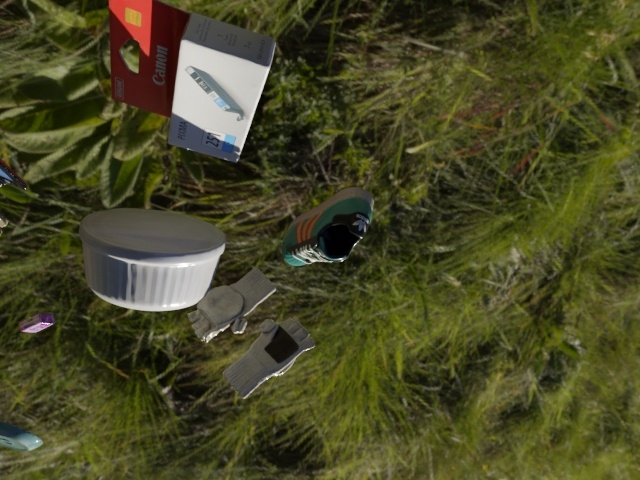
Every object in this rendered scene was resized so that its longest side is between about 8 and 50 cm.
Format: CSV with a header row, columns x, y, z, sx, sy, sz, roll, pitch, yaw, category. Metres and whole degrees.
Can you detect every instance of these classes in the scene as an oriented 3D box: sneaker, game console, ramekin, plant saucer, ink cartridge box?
x,y,z,sx,sy,sz,roll,pitch,yaw,category
0.000,0.000,1.283,0.302,0.108,0.121,-38,-149,45,sneaker
-0.679,-0.133,1.132,0.085,0.124,0.144,-57,148,-22,game console
-0.323,0.035,1.105,0.273,0.273,0.127,-35,138,-70,ramekin
-0.593,0.376,1.099,0.119,0.119,0.021,94,11,-52,plant saucer
-0.237,-0.265,0.982,0.296,0.261,0.066,127,-25,-61,ink cartridge box

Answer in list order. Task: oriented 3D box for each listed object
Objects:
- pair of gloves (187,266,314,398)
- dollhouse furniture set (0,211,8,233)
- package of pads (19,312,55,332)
x,y,z,sx,sy,sz,roll,pitch,yaw,category
-0.152,0.187,1.237,0.204,0.240,0.042,-30,161,-22,pair of gloves
-0.877,0.021,1.182,0.201,0.374,0.152,-117,-178,-59,dollhouse furniture set
-0.774,0.226,1.574,0.050,0.083,0.032,19,51,-62,package of pads
